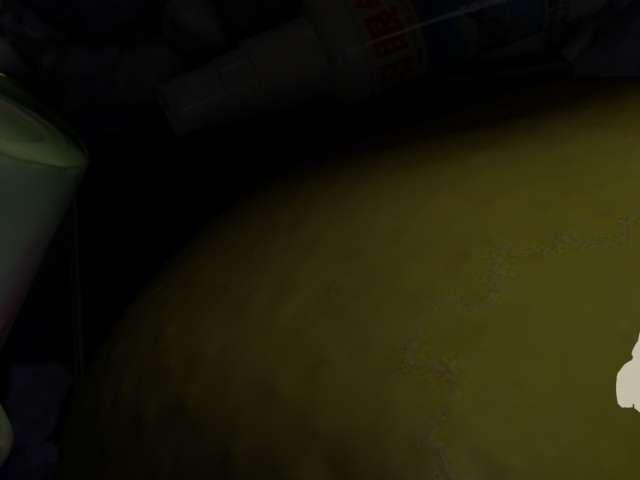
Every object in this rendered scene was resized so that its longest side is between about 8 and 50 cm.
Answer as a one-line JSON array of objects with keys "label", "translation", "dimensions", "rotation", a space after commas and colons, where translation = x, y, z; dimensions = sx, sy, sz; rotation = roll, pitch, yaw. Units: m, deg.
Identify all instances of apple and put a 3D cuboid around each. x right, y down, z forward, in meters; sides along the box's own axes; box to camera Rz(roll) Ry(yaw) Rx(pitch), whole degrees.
[{"label": "apple", "translation": [0.111, 0.149, 0.534], "dimensions": [0.473, 0.474, 0.474], "rotation": [-14, 131, -16]}]

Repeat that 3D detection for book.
[{"label": "book", "translation": [0.000, 0.000, 0.703], "dimensions": [0.269, 0.025, 0.191], "rotation": [-9, 130, -20]}]

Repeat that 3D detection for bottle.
[{"label": "bottle", "translation": [0.028, -0.098, 0.617], "dimensions": [0.217, 0.060, 0.060], "rotation": [-22, 133, -8]}]

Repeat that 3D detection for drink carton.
[{"label": "drink carton", "translation": [-0.174, 0.000, 0.543], "dimensions": [0.146, 0.144, 0.142], "rotation": [17, 111, -36]}]

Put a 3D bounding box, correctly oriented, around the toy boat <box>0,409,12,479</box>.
[{"label": "toy boat", "translation": [-0.268, 0.109, 0.642], "dimensions": [0.228, 0.046, 0.080], "rotation": [-6, 129, -23]}]
